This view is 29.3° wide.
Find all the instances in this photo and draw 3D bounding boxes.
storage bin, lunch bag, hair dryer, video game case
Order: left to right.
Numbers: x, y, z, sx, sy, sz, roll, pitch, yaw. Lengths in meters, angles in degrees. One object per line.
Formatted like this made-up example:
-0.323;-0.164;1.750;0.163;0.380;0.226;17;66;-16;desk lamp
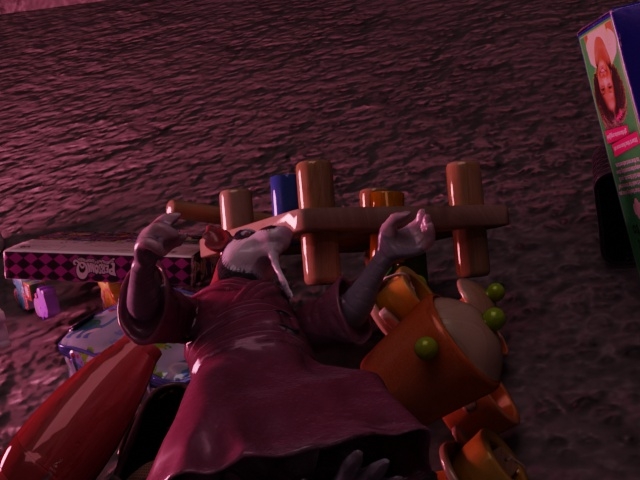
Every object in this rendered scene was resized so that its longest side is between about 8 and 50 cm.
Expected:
-0.255;0.184;1.113;0.293;0.080;0.223;-41;21;19;hair dryer
-0.243;0.019;1.519;0.232;0.041;0.210;2;7;8;video game case
-0.162;0.124;1.332;0.219;0.090;0.176;13;31;40;lunch bag
0.402;-0.048;1.377;0.180;0.122;0.084;-6;27;15;storage bin

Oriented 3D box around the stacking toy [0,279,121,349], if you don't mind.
-0.364;0.075;1.569;0.167;0.052;0.221;-16;17;-27;stacking toy

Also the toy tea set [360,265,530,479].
0.138;0.096;1.109;0.124;0.200;0.336;-38;17;16;toy tea set

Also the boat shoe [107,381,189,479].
-0.137;0.244;1.023;0.132;0.130;0.355;-13;25;0;boat shoe

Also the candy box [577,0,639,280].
0.437;-0.100;1.235;0.268;0.317;0.122;-14;-2;-4;candy box

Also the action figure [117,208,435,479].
-0.040;0.114;0.967;0.248;0.275;0.370;7;28;-14;action figure

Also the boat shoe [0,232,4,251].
-0.529;0.025;1.684;0.113;0.104;0.306;-4;27;18;boat shoe

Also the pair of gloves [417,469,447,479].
0.090;0.228;1.088;0.074;0.010;0.083;-13;25;0;pair of gloves

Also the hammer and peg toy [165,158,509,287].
0.000;0.000;1.361;0.266;0.127;0.361;-2;-6;-30;hammer and peg toy
